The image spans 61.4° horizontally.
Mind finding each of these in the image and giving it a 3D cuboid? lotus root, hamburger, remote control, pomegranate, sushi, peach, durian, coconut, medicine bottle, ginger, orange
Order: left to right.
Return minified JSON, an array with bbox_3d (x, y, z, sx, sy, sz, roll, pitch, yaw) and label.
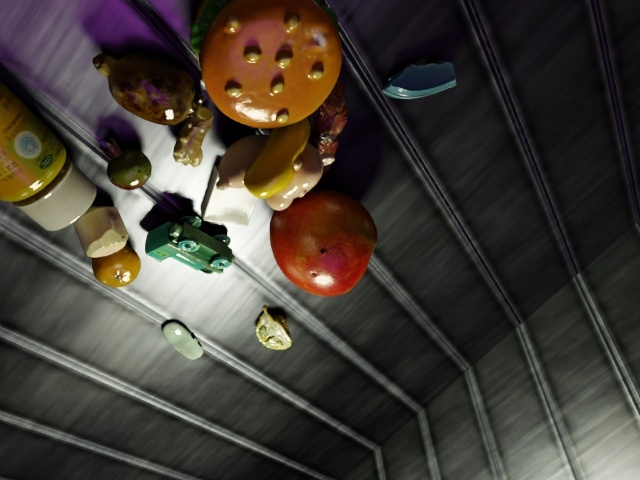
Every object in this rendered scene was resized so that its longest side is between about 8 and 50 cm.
[{"bbox_3d":[-0.793,-0.214,1.417,0.224,0.224,0.384,-29,133,3],"label":"medicine bottle"},{"bbox_3d":[-0.686,-0.037,1.677,0.147,0.153,0.147,-25,170,-5],"label":"coconut"},{"bbox_3d":[-0.678,0.086,1.795,0.156,0.124,0.156,-12,136,-12],"label":"orange"},{"bbox_3d":[-0.578,-0.217,1.577,0.159,0.129,0.129,26,115,-30],"label":"pomegranate"},{"bbox_3d":[-0.456,-0.407,1.452,0.314,0.141,0.169,17,116,-33],"label":"lotus root"},{"bbox_3d":[-0.553,0.412,2.186,0.097,0.045,0.256,-27,136,1],"label":"remote control"},{"bbox_3d":[-0.391,-0.302,1.611,0.115,0.081,0.205,-6,131,-34],"label":"ginger"},{"bbox_3d":[-0.295,-0.145,1.810,0.171,0.052,0.201,6,127,-28],"label":"medicine bottle"},{"bbox_3d":[-0.206,0.364,2.270,0.146,0.102,0.208,-16,110,14],"label":"durian"},{"bbox_3d":[-0.129,-0.492,1.427,0.396,0.277,0.396,-11,133,-13],"label":"hamburger"},{"bbox_3d":[0.000,0.000,1.868,0.388,0.388,0.388,-12,132,-14],"label":"peach"},{"bbox_3d":[0.001,-0.356,1.713,0.124,0.130,0.332,-4,136,-26],"label":"sushi"}]

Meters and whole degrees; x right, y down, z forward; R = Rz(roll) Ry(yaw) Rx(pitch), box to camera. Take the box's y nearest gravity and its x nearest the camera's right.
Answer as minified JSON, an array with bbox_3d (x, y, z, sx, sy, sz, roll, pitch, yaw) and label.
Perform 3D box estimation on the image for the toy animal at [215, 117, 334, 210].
[{"bbox_3d":[-0.134,-0.191,1.634,0.345,0.277,0.247,-20,136,24],"label":"toy animal"}]

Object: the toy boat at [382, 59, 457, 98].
[{"bbox_3d":[0.314,-0.510,1.738,0.238,0.109,0.098,-13,177,-4],"label":"toy boat"}]

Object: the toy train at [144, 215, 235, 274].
[{"bbox_3d":[-0.437,0.031,1.855,0.194,0.120,0.298,-23,145,25],"label":"toy train"}]
